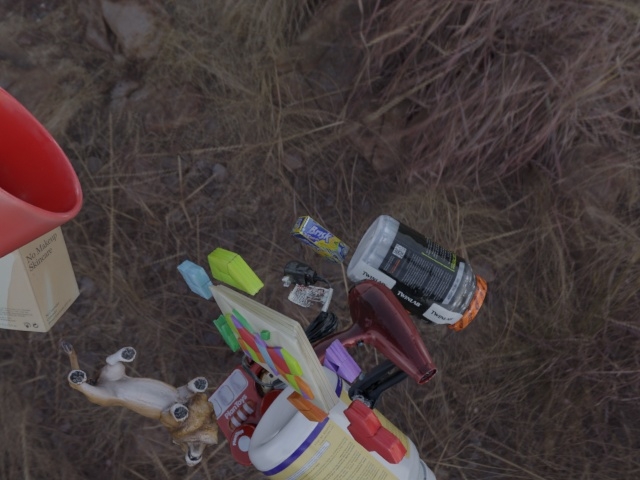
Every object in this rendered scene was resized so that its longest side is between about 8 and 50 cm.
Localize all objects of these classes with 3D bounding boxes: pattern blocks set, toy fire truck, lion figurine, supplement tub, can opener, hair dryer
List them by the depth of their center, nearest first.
[{"bbox_3d":[-0.058,0.130,0.679,0.026,0.285,0.325,-40,26,-26],"label":"pattern blocks set"},{"bbox_3d":[0.042,0.160,0.889,0.293,0.080,0.224,11,62,17],"label":"hair dryer"},{"bbox_3d":[0.103,0.239,0.966,0.059,0.186,0.073,30,49,-2],"label":"can opener"},{"bbox_3d":[0.047,0.445,1.133,0.331,0.241,0.241,43,80,-7],"label":"supplement tub"},{"bbox_3d":[-0.390,0.347,1.234,0.392,0.240,0.142,31,55,-6],"label":"lion figurine"},{"bbox_3d":[-0.158,0.427,1.485,0.302,0.169,0.254,-50,62,9],"label":"toy fire truck"},{"bbox_3d":[0.260,0.093,1.508,0.338,0.207,0.207,30,75,-3],"label":"supplement tub"}]

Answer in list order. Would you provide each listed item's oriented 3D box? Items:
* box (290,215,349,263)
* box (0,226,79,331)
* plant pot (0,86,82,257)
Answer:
[{"bbox_3d":[0.000,0.000,1.588,0.054,0.169,0.059,-4,54,58],"label":"box"},{"bbox_3d":[-0.621,0.023,1.153,0.121,0.311,0.148,4,33,8],"label":"box"},{"bbox_3d":[-0.504,-0.067,0.730,0.243,0.275,0.275,-37,66,5],"label":"plant pot"}]
